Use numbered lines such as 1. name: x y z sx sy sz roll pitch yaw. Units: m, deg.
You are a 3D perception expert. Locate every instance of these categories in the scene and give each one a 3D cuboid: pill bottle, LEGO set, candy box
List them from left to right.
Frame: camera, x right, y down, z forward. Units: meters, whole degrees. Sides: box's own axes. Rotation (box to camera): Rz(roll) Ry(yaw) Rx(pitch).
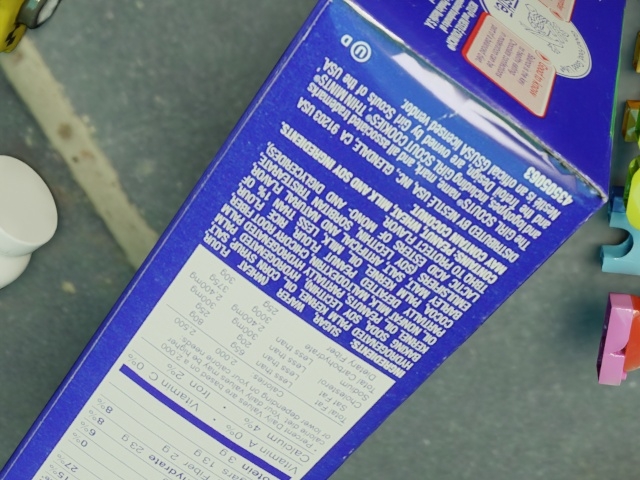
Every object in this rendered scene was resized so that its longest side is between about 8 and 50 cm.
1. pill bottle: -0.251 0.005 0.677 0.152 0.086 0.086 -28 109 26
2. candy box: 0.000 0.000 0.498 0.122 0.268 0.317 37 123 -4
3. LEGO set: 0.207 -0.038 0.531 0.093 0.087 0.227 6 114 8

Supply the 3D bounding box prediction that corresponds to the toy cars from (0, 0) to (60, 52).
1. toy cars: -0.084 -0.197 0.513 0.393 0.087 0.177 -8 117 19
